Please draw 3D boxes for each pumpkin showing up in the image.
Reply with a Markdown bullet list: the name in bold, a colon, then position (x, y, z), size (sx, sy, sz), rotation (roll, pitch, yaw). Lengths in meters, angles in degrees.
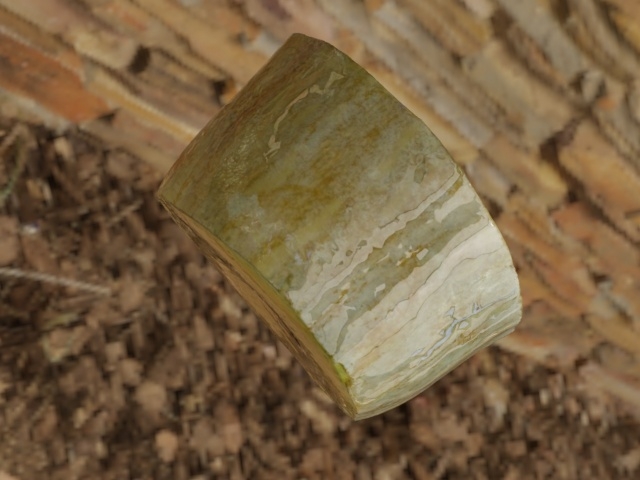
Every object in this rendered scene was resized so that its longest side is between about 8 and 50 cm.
- **pumpkin**: position (0.000, 0.000, 1.312), size (0.332, 0.199, 0.332), rotation (53, -11, 15)
